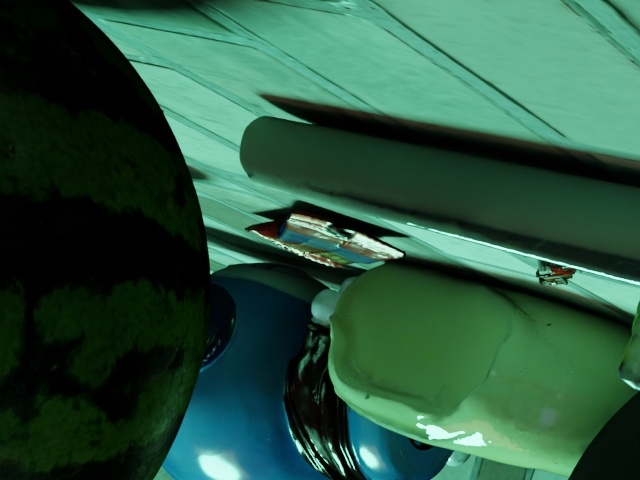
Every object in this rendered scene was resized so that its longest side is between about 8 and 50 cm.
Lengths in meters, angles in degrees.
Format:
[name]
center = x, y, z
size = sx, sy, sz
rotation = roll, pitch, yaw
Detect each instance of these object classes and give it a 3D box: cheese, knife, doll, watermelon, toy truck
[cheese]
center = 0.137, 0.105, 1.474
size = 0.266, 0.127, 0.233
rotation = 14, 174, 46
[knife]
center = 0.082, -0.016, 0.852
size = 0.265, 0.040, 0.073
rotation = 14, -175, 34
[doll]
center = -0.027, 0.132, 1.777
size = 0.310, 0.240, 0.284
rotation = 7, 155, 36
[watermelon]
center = -0.183, 0.016, 0.750
size = 0.285, 0.285, 0.285
rotation = 17, 175, 2
[toy truck]
center = 0.131, 0.010, 1.051
size = 0.032, 0.024, 0.083
rotation = -6, 172, 9

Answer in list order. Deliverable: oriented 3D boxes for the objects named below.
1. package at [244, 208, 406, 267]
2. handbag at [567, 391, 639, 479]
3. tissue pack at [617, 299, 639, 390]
[package]
center = 0.000, 0.000, 1.379
size = 0.083, 0.022, 0.200
rotation = 17, 174, -10
[handbag]
center = 0.281, 0.204, 1.411
size = 0.308, 0.254, 0.093
rotation = 22, -166, -50
[tissue pack]
center = 0.293, 0.089, 1.088
size = 0.173, 0.073, 0.235
rotation = 12, 173, 34
